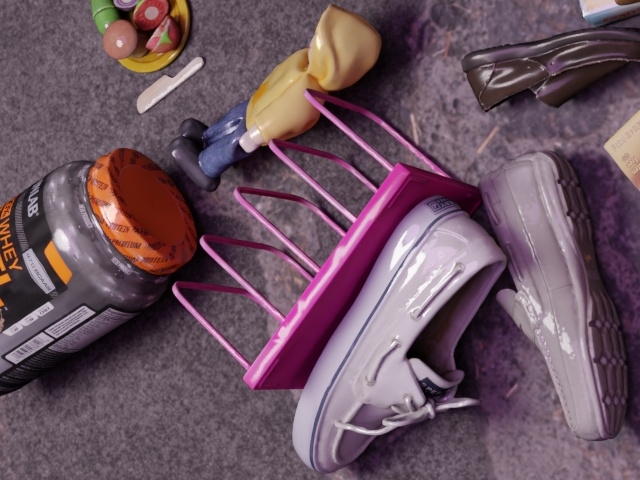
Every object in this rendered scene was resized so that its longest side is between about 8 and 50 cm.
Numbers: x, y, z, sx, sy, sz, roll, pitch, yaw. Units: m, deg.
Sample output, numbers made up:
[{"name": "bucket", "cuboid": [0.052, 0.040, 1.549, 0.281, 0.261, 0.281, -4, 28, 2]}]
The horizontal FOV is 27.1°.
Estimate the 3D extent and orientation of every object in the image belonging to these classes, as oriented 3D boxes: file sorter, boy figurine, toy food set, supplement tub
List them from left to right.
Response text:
[{"name": "supplement tub", "cuboid": [-0.333, 0.037, 1.662, 0.338, 0.207, 0.207, -32, 74, 21]}, {"name": "toy food set", "cuboid": [-0.239, -0.289, 1.708, 0.128, 0.071, 0.218, -27, 76, 23]}, {"name": "boy figurine", "cuboid": [-0.051, -0.165, 1.555, 0.092, 0.177, 0.285, 44, 124, -16]}, {"name": "file sorter", "cuboid": [0.000, 0.000, 1.501, 0.182, 0.202, 0.291, 43, 106, 26]}]

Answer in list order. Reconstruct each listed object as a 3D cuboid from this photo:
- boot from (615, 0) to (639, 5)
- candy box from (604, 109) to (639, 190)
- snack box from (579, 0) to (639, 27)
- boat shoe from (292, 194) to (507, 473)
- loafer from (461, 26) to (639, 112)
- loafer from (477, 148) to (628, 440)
[{"name": "boot", "cuboid": [0.387, -0.379, 1.312, 0.295, 0.104, 0.211, -19, 80, 27]}, {"name": "candy box", "cuboid": [0.438, -0.122, 1.265, 0.183, 0.087, 0.316, 53, 137, 13]}, {"name": "snack box", "cuboid": [0.343, -0.411, 1.425, 0.187, 0.060, 0.322, -15, 81, 25]}, {"name": "boat shoe", "cuboid": [0.102, 0.142, 1.452, 0.156, 0.135, 0.367, 41, 116, 29]}, {"name": "loafer", "cuboid": [0.264, -0.184, 1.451, 0.220, 0.080, 0.078, -7, 94, 32]}, {"name": "loafer", "cuboid": [0.248, 0.062, 1.426, 0.111, 0.112, 0.320, -21, 70, 30]}]
